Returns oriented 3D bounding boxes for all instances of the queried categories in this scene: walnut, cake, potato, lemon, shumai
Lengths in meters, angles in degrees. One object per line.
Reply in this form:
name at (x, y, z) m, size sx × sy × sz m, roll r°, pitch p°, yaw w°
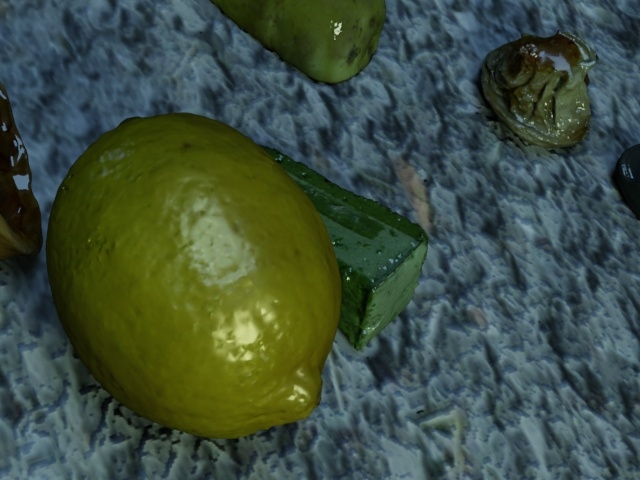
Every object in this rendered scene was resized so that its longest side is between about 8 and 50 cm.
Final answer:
walnut at (-0.314, -0.069, 1.094) m, size 0.087 × 0.167 × 0.211 m, roll -20°, pitch 69°, yaw 4°
cake at (-0.014, 0.001, 1.211) m, size 0.235 × 0.099 × 0.100 m, roll 30°, pitch 51°, yaw 28°
potato at (-0.033, -0.303, 1.361) m, size 0.272 × 0.111 × 0.160 m, roll 42°, pitch 56°, yaw 11°
lemon at (-0.103, 0.027, 1.036) m, size 0.236 × 0.236 × 0.263 m, roll 0°, pitch 53°, yaw -19°
shumai at (0.248, -0.175, 1.368) m, size 0.146 × 0.116 × 0.145 m, roll 10°, pitch 53°, yaw -14°

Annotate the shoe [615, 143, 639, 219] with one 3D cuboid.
shoe at (0.423, -0.025, 1.345) m, size 0.108 × 0.093 × 0.241 m, roll -26°, pitch 71°, yaw -30°
